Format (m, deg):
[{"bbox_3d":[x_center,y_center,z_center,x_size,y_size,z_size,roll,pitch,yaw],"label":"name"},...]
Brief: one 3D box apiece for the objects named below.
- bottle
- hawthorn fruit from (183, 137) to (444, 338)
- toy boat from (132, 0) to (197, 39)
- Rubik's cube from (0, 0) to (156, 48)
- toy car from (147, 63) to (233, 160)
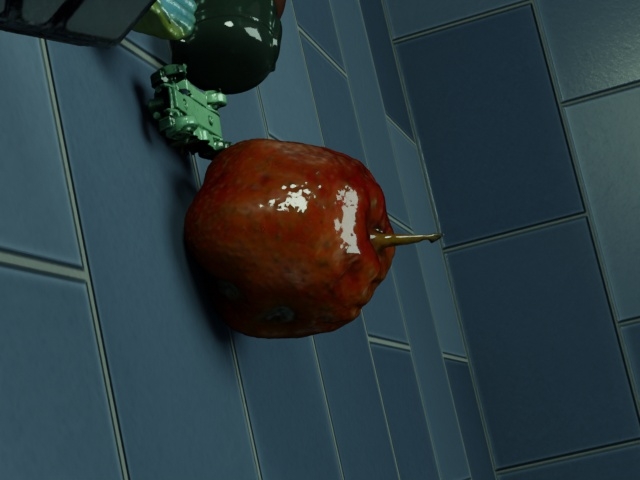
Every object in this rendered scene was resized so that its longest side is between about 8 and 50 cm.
[{"bbox_3d":[-0.108,-0.307,1.468,0.144,0.144,0.336,58,24,-53],"label":"bottle"},{"bbox_3d":[0.000,0.000,1.330,0.207,0.243,0.208,0,90,-73],"label":"hawthorn fruit"},{"bbox_3d":[-0.202,-0.290,1.170,0.111,0.084,0.276,-84,152,-52],"label":"toy boat"},{"bbox_3d":[-0.185,-0.256,0.772,0.264,0.319,0.319,-38,115,-48],"label":"Rubik's cube"},{"bbox_3d":[-0.131,-0.123,1.336,0.143,0.054,0.073,25,54,-72],"label":"toy car"}]
